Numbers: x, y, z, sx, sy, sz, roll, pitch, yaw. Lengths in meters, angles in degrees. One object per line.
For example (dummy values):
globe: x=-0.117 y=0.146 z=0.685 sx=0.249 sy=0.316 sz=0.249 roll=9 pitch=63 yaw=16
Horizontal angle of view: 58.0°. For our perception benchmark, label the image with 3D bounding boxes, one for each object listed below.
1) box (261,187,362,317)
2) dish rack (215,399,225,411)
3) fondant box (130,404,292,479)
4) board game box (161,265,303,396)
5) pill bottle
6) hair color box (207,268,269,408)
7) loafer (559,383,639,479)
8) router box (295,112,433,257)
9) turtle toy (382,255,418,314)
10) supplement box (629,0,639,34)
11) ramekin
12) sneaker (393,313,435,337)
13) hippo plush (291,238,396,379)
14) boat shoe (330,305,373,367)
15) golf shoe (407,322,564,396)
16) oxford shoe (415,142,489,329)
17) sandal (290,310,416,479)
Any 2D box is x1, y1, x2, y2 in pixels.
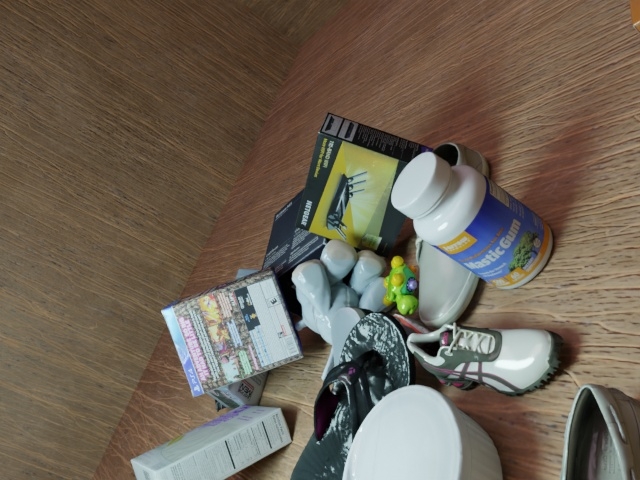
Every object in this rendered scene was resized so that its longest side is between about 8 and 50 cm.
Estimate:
box: x=0.000 y=0.000 z=1.647 sx=0.343 sy=0.179 sz=0.312 roll=-37 pitch=33 yaw=43
dish rack: x=-0.316 y=0.371 z=1.820 sx=0.208 sy=0.074 sz=0.272 roll=-133 pitch=35 yaw=-69
fondant box: x=-0.271 y=0.519 z=1.423 sx=0.238 sy=0.330 sz=0.096 roll=-22 pitch=86 yaw=57
board game box: x=-0.218 y=0.226 z=1.476 sx=0.291 sy=0.232 sz=0.141 roll=-19 pitch=3 yaw=-3
pill bottle: x=0.262 y=-0.037 z=1.015 sx=0.152 sy=0.272 sz=0.152 roll=-46 pitch=26 yaw=30
hair color box: x=-0.217 y=0.291 z=1.706 sx=0.113 sy=0.185 sz=0.374 roll=0 pitch=56 yaw=25
loafer: x=0.316 y=0.324 z=0.661 sx=0.112 sy=0.111 sz=0.319 roll=-28 pitch=37 yaw=52
router box: x=0.089 y=-0.115 z=1.317 sx=0.309 sy=0.243 sz=0.081 roll=106 pitch=-177 yaw=-49
turtle toy: x=0.175 y=0.102 z=1.233 sx=0.095 sy=0.066 sz=0.130 roll=104 pitch=175 yaw=-47
supplement box: x=0.643 y=-0.425 z=0.950 sx=0.233 sy=0.080 sz=0.078 roll=-29 pitch=39 yaw=48
ramekin: x=0.162 y=0.376 z=0.906 sx=0.273 sy=0.127 sz=0.273 roll=-45 pitch=27 yaw=31
sneaker: x=0.185 y=0.196 z=1.176 sx=0.065 sy=0.061 sz=0.158 roll=-68 pitch=20 yaw=1
hippo plush: x=0.053 y=0.149 z=1.395 sx=0.236 sy=0.234 sz=0.294 roll=142 pitch=111 yaw=-78
boat shoe: x=0.083 y=0.293 z=1.197 sx=0.113 sy=0.105 sz=0.306 roll=-17 pitch=71 yaw=37
golf shoe: x=0.260 y=0.188 z=0.946 sx=0.273 sy=0.120 sz=0.105 roll=-25 pitch=39 yaw=52
oxford shoe: x=0.255 y=-0.027 z=1.212 sx=0.169 sy=0.130 sz=0.449 roll=-27 pitch=40 yaw=50
sandal: x=0.048 y=0.347 z=1.078 sx=0.167 sy=0.107 sz=0.446 roll=28 pitch=102 yaw=36
